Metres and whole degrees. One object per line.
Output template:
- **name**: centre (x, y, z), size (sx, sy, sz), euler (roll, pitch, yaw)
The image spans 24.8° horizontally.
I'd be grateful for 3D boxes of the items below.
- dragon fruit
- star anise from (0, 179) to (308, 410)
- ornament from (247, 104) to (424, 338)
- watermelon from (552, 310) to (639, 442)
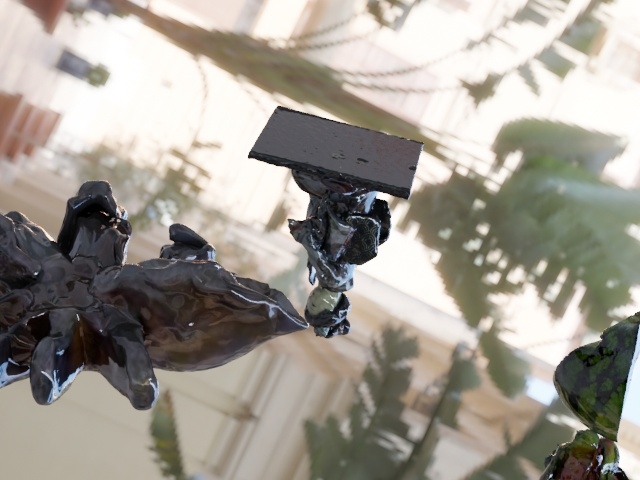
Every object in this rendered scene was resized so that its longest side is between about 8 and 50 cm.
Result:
- **dragon fruit**: centre (0.261, 0.276, 1.474), size (0.138, 0.142, 0.175), euler (173, -86, -68)
- **star anise**: centre (-0.161, 0.025, 0.977), size (0.257, 0.198, 0.111), euler (37, -44, 42)
- **ornament**: centre (0.000, 0.000, 1.391), size (0.166, 0.153, 0.196), euler (-66, 168, -68)
- **watermelon**: centre (0.239, 0.124, 1.280), size (0.163, 0.068, 0.087), euler (80, 26, -61)
